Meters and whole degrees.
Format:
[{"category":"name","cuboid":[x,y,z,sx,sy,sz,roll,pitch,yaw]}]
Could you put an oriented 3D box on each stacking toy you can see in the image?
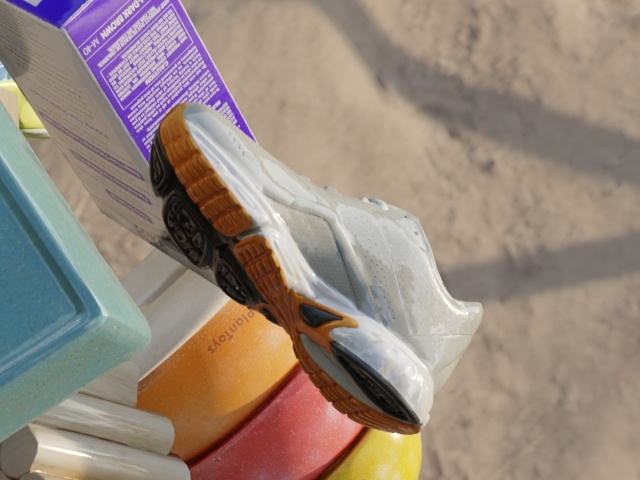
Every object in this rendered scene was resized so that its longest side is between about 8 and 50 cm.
[{"category":"stacking toy","cuboid":[-0.021,0.204,1.902,0.480,0.350,0.350,48,61,-10]}]

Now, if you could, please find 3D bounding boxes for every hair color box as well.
[{"category":"hair color box","cuboid":[-0.166,-0.125,1.590,0.110,0.185,0.339,-45,139,-17]}]

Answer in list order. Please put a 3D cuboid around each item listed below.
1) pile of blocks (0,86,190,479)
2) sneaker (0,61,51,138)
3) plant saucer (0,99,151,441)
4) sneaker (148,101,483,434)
[{"category":"pile of blocks","cuboid":[-0.121,0.084,0.738,0.112,0.149,0.362,23,30,-49]},{"category":"sneaker","cuboid":[-0.327,-0.166,1.745,0.240,0.091,0.126,4,96,-57]},{"category":"plant saucer","cuboid":[-0.129,0.042,0.346,0.192,0.018,0.067,-33,82,-8]},{"category":"sneaker","cuboid":[0.000,0.000,1.227,0.262,0.099,0.121,50,60,-15]}]
